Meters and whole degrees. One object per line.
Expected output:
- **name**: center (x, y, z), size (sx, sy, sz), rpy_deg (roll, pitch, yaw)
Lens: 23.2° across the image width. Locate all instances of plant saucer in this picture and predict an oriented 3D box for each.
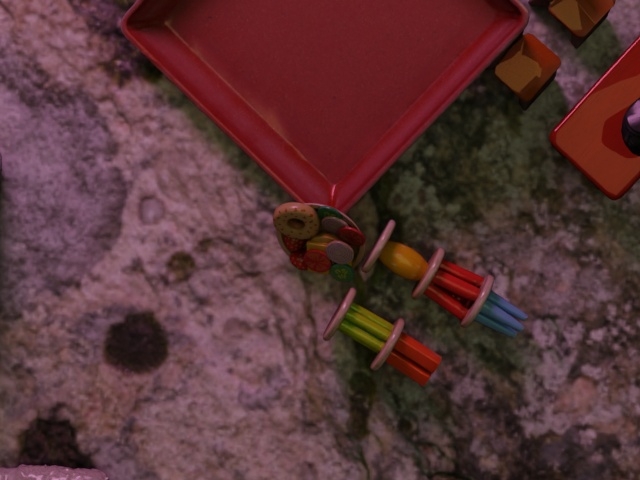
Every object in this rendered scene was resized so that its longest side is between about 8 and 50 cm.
- **plant saucer**: center (0.003, -0.189, 1.331), size (0.258, 0.048, 0.259), rpy_deg (44, 110, 0)

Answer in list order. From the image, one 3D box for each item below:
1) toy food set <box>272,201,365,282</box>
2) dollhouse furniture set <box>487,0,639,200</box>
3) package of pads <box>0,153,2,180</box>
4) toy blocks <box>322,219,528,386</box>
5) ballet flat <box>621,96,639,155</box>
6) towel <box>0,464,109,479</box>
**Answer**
- **toy food set**: center (0.000, 0.000, 1.350), size (0.082, 0.020, 0.083), rpy_deg (10, 133, 13)
- **dollhouse furniture set**: center (0.307, -0.153, 1.329), size (0.262, 0.135, 0.259), rpy_deg (42, 88, 0)
- **package of pads**: center (-0.425, 0.008, 1.321), size (0.296, 0.101, 0.229), rpy_deg (3, 89, -2)
- **toy blocks**: center (0.094, 0.070, 1.358), size (0.148, 0.054, 0.123), rpy_deg (30, 87, -1)
- **ballet flat**: center (0.325, -0.120, 1.272), size (0.173, 0.049, 0.057), rpy_deg (-22, 67, 3)
- **towel**: center (-0.280, 0.331, 1.344), size (0.187, 0.049, 0.282), rpy_deg (4, 87, -3)
